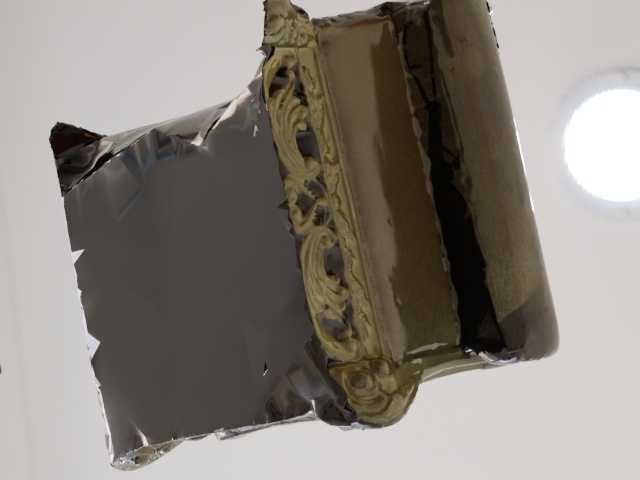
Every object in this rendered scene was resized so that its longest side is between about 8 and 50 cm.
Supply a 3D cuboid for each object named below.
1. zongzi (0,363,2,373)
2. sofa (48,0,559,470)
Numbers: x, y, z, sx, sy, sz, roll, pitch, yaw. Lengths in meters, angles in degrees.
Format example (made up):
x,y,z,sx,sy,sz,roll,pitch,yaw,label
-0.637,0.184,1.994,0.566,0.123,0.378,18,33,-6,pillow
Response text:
x,y,z,sx,sy,sz,roll,pitch,yaw,label
-0.269,0.075,1.007,0.083,0.073,0.067,-19,-89,-25,zongzi
0.000,0.000,0.734,0.258,0.182,0.200,-21,-102,50,sofa
